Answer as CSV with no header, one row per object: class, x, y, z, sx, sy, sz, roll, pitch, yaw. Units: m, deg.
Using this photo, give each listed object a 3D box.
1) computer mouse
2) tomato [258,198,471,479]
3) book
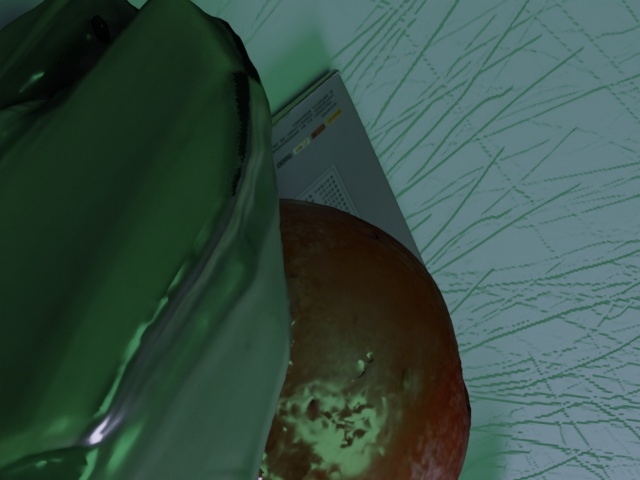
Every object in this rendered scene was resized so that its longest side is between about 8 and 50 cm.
computer mouse,-0.150,0.093,0.504,0.145,0.228,0.429,16,89,-50
tomato,-0.017,0.084,0.632,0.184,0.208,0.208,15,93,-41
book,0.000,0.000,0.749,0.127,0.014,0.182,-43,126,-23
